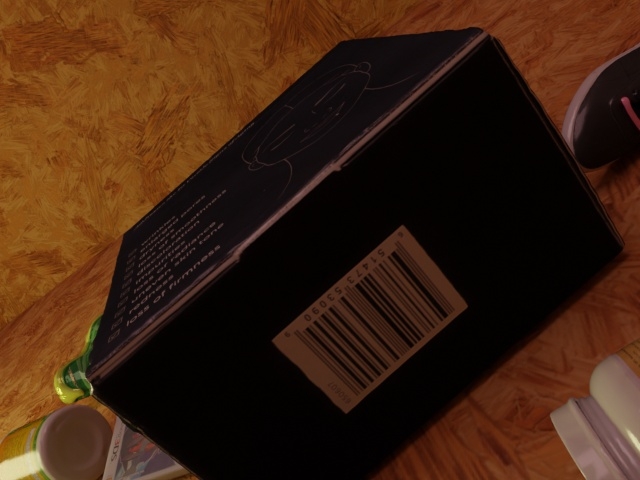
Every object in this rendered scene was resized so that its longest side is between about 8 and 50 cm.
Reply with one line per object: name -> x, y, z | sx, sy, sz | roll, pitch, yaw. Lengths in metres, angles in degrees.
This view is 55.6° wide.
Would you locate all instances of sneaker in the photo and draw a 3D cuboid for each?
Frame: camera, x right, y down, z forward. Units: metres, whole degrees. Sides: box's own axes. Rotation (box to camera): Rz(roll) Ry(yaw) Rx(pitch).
sneaker -> 0.416, -0.185, 0.699 | 0.296, 0.104, 0.147 | -40, 16, -8
sneaker -> -0.491, 0.263, 1.405 | 0.124, 0.109, 0.295 | -10, 29, 14

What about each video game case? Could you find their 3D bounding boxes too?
video game case -> -0.241, 0.280, 0.931 | 0.201, 0.023, 0.183 | -24, 41, 19

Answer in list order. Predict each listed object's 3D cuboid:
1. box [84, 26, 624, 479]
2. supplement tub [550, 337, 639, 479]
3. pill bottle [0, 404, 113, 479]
box -> 0.000, 0.000, 0.784 | 0.480, 0.297, 0.472 | -41, 23, 1
supplement tub -> 0.259, 0.105, 0.358 | 0.200, 0.144, 0.144 | -37, 22, 13
pill bottle -> -0.497, 0.389, 1.088 | 0.246, 0.136, 0.136 | -27, 26, 32
